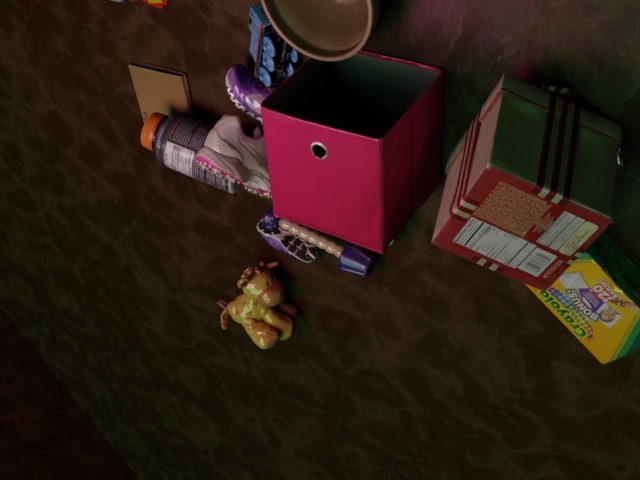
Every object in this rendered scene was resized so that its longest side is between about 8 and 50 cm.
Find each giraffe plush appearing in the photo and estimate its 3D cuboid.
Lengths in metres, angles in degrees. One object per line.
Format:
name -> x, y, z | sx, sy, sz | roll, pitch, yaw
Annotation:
giraffe plush -> -0.146, 0.139, 2.234 | 0.210, 0.181, 0.171 | 21, 128, 0

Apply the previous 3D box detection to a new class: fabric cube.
fabric cube -> 0.065, -0.177, 1.675 | 0.254, 0.259, 0.258 | 20, 136, 25

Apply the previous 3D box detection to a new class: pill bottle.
pill bottle -> -0.281, -0.209, 2.023 | 0.245, 0.130, 0.130 | 23, 138, 12

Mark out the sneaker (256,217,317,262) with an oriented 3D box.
sneaker -> -0.075, 0.002, 2.134 | 0.170, 0.068, 0.071 | 33, 157, 25

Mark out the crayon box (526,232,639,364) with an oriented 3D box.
crayon box -> 0.509, 0.089, 1.681 | 0.278, 0.081, 0.165 | 45, 141, -3

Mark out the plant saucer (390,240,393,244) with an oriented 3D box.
plant saucer -> 0.056, -0.068, 1.904 | 0.240, 0.037, 0.241 | 28, 163, 9

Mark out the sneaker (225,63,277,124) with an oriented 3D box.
sneaker -> -0.091, -0.282, 1.854 | 0.236, 0.095, 0.104 | 46, 135, -12

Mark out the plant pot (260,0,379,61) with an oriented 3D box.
plant pot -> 0.014, -0.448, 1.585 | 0.237, 0.110, 0.237 | 23, 139, 22

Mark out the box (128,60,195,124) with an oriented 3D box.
box -> -0.363, -0.315, 2.104 | 0.164, 0.021, 0.201 | 17, 135, 28

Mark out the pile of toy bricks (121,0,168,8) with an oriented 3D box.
pile of toy bricks -> -0.405, -0.540, 1.886 | 0.212, 0.118, 0.105 | 4, 158, 18

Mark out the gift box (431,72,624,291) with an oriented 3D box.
gift box -> 0.359, -0.092, 1.514 | 0.276, 0.258, 0.255 | 25, 141, -10

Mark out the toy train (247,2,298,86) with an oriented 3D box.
toy train -> -0.095, -0.383, 1.751 | 0.105, 0.080, 0.184 | 59, 161, 18

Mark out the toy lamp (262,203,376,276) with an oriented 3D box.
toy lamp -> 0.000, 0.000, 2.044 | 0.274, 0.080, 0.080 | 30, 140, 20

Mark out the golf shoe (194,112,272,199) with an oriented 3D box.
golf shoe -> -0.128, -0.168, 1.916 | 0.115, 0.140, 0.306 | 18, 176, 38
